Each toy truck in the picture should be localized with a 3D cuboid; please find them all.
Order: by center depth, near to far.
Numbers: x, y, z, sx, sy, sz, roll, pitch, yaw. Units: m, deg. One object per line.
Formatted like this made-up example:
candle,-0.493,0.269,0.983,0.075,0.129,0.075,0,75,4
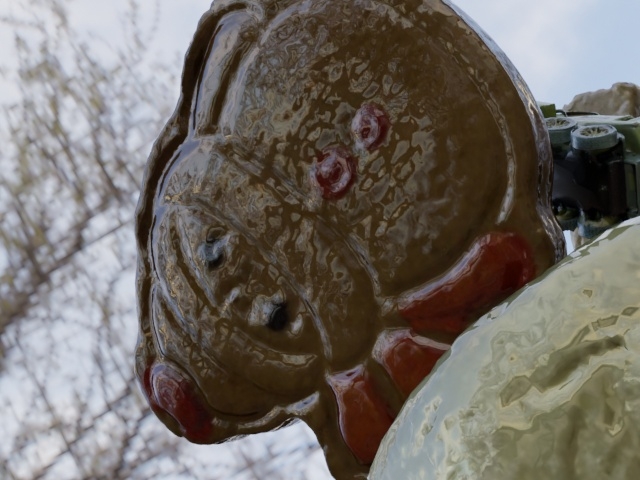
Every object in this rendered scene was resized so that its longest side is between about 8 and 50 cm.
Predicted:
toy truck,0.189,-0.066,1.381,0.116,0.191,0.085,-23,-66,-38

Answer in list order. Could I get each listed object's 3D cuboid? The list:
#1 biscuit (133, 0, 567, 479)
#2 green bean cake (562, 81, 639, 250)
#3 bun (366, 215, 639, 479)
biscuit,0.000,0.000,1.273,0.381,0.359,0.074,-52,-26,19
green bean cake,0.302,-0.058,1.791,0.085,0.179,0.109,-12,-19,31
bun,0.193,0.160,0.877,0.349,0.227,0.352,26,-77,-46
